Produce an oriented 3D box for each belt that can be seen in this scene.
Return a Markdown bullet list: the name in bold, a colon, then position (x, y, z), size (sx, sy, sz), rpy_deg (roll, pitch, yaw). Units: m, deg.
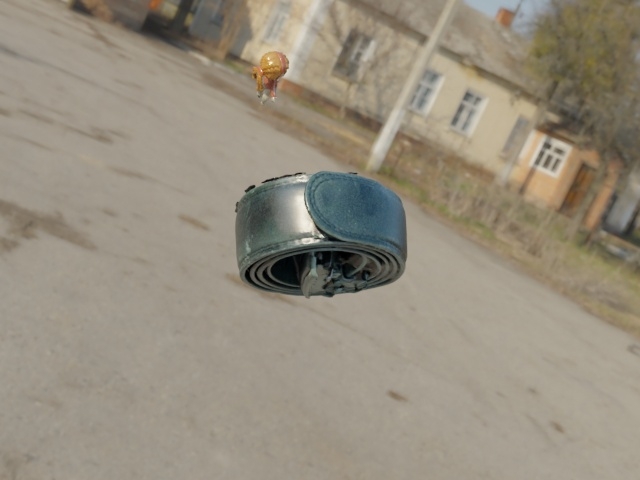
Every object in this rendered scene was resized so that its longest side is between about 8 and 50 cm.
- **belt**: position (0.000, 0.000, 1.158), size (0.206, 0.116, 0.267), rpy_deg (-5, -17, 7)

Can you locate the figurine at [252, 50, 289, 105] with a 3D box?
- **figurine**: position (-0.077, -0.233, 1.417), size (0.047, 0.109, 0.064), rpy_deg (-17, 70, -23)
